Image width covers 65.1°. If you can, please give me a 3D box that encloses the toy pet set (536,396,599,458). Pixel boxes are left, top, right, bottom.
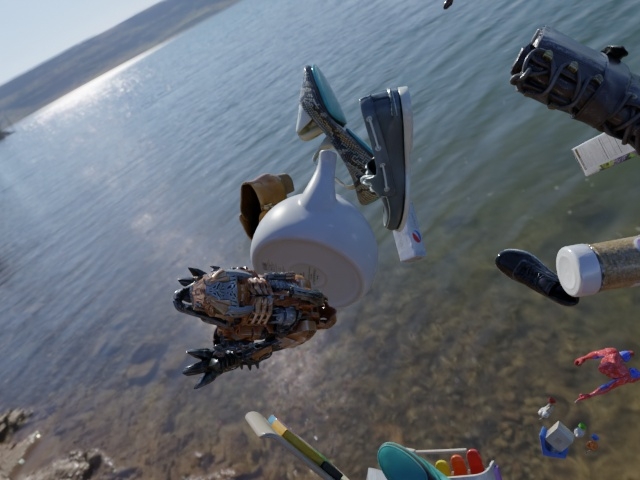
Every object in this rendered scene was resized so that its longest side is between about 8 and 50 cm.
[{"bbox_3d":[0.504,0.411,1.050,0.114,0.122,0.065,-13,-40,-57],"label":"toy pet set"}]

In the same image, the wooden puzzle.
[{"bbox_3d":[-0.042,0.445,1.075,0.044,0.238,0.221,-55,9,-16],"label":"wooden puzzle"}]

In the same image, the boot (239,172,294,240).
[{"bbox_3d":[-0.112,-0.022,1.258,0.104,0.295,0.211,-9,14,27],"label":"boot"}]

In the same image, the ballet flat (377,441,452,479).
[{"bbox_3d":[0.219,0.482,0.968,0.247,0.087,0.083,28,94,40],"label":"ballet flat"}]

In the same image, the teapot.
[{"bbox_3d":[0.000,0.000,0.955,0.256,0.252,0.187,-27,33,40],"label":"teapot"}]

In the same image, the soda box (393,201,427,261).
[{"bbox_3d":[0.311,-0.033,1.815,0.069,0.216,0.074,3,-22,-42],"label":"soda box"}]

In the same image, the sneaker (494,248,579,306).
[{"bbox_3d":[0.711,0.117,1.633,0.107,0.283,0.124,-62,-7,10],"label":"sneaker"}]

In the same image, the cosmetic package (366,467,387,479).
[{"bbox_3d":[0.176,0.869,1.594,0.107,0.238,0.127,9,-5,5],"label":"cosmetic package"}]

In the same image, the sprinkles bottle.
[{"bbox_3d":[0.749,0.045,1.170,0.355,0.121,0.121,-10,28,1],"label":"sprinkles bottle"}]

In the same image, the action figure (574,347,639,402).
[{"bbox_3d":[0.657,0.307,1.167,0.139,0.280,0.091,-31,61,27],"label":"action figure"}]

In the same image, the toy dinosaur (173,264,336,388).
[{"bbox_3d":[-0.074,0.109,0.683,0.218,0.322,0.164,-18,48,28],"label":"toy dinosaur"}]

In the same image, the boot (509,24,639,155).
[{"bbox_3d":[0.259,-0.090,0.408,0.091,0.229,0.263,-65,-3,36],"label":"boot"}]

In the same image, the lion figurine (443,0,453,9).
[{"bbox_3d":[0.362,-0.778,1.179,0.142,0.240,0.392,-13,-19,-32],"label":"lion figurine"}]

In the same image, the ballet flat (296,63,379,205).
[{"bbox_3d":[0.035,-0.306,1.492,0.182,0.483,0.164,-39,-17,18],"label":"ballet flat"}]

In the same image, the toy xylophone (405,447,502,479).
[{"bbox_3d":[0.379,0.717,1.501,0.322,0.236,0.081,-8,4,22],"label":"toy xylophone"}]

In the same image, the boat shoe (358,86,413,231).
[{"bbox_3d":[0.126,-0.149,1.001,0.099,0.319,0.116,-5,41,1],"label":"boat shoe"}]

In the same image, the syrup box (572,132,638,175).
[{"bbox_3d":[0.811,-0.262,1.354,0.093,0.096,0.237,-24,-5,-15],"label":"syrup box"}]
